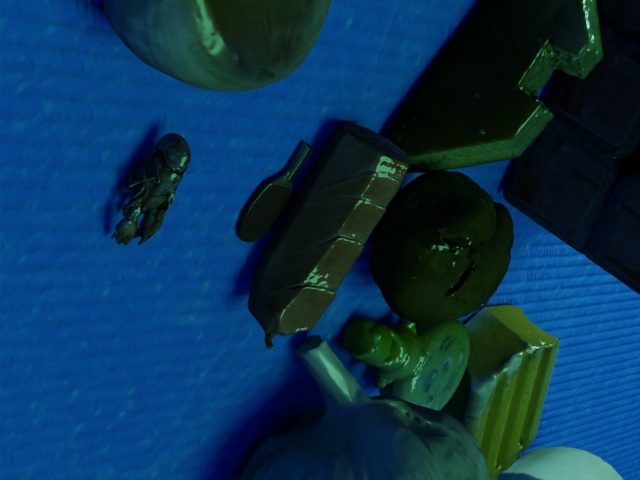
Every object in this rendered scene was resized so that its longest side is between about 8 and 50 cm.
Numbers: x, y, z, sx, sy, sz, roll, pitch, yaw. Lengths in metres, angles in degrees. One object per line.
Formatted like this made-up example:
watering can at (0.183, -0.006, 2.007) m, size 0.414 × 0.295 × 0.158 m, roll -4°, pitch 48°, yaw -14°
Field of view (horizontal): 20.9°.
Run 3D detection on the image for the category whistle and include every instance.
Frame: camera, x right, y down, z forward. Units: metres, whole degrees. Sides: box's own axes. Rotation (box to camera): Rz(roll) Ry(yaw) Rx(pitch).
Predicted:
whistle at (0.070, 0.102, 1.545) m, size 0.198 × 0.057 × 0.104 m, roll 26°, pitch 90°, yaw -59°

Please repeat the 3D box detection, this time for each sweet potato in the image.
sweet potato at (0.099, 0.011, 1.413) m, size 0.124 × 0.098 × 0.310 m, roll -43°, pitch 167°, yaw 6°

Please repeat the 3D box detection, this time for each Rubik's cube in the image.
Rubik's cube at (0.398, -0.105, 1.532) m, size 0.301 × 0.304 × 0.305 m, roll -20°, pitch 141°, yaw -51°

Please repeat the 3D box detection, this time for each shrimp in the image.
shrimp at (-0.108, -0.026, 1.070) m, size 0.038 × 0.029 × 0.092 m, roll -28°, pitch 150°, yaw -45°

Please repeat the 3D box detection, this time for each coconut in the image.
coconut at (0.263, 0.351, 2.043) m, size 0.222 × 0.202 × 0.202 m, roll -25°, pitch 144°, yaw -49°

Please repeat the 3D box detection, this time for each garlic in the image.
garlic at (-0.039, -0.150, 0.963) m, size 0.198 × 0.090 × 0.128 m, roll -11°, pitch 121°, yaw -50°
garlic at (0.027, 0.174, 1.440) m, size 0.218 × 0.219 × 0.212 m, roll -26°, pitch 111°, yaw -45°

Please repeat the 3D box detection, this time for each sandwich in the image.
sandwich at (0.151, -0.130, 1.316) m, size 0.244 × 0.088 × 0.090 m, roll -54°, pitch 160°, yaw 2°

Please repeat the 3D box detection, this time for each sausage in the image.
sausage at (0.000, 0.000, 1.256) m, size 0.065 × 0.065 × 0.169 m, roll 0°, pitch 125°, yaw -61°

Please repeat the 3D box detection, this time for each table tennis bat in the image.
table tennis bat at (-0.031, -0.033, 1.223) m, size 0.083 × 0.007 × 0.050 m, roll -55°, pitch 156°, yaw 11°

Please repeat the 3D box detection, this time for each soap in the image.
soap at (0.169, 0.163, 1.769) m, size 0.140 × 0.073 × 0.232 m, roll -40°, pitch 153°, yaw -30°
